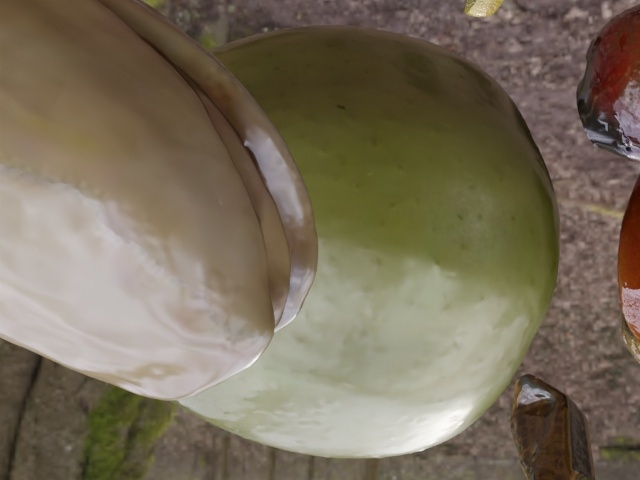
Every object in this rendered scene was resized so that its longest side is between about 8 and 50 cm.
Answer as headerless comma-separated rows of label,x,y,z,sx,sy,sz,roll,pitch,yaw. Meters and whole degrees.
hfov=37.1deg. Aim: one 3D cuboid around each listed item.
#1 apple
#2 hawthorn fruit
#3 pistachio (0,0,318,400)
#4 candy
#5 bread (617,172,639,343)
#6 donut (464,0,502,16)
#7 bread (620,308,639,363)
apple,0.000,0.000,0.977,0.473,0.474,0.474,-1,161,0
hawthorn fruit,0.578,-0.271,1.611,0.315,0.316,0.316,-1,161,0
pistachio,-0.138,-0.039,0.439,0.293,0.162,0.182,27,117,2
candy,0.343,0.324,1.380,0.101,0.271,0.143,-36,112,24
bread,0.463,-0.011,1.037,0.114,0.328,0.295,18,152,54
donut,0.324,-0.545,2.053,0.146,0.181,0.078,-21,142,-47
bread,0.554,0.102,1.430,0.236,0.236,0.070,-21,113,45
